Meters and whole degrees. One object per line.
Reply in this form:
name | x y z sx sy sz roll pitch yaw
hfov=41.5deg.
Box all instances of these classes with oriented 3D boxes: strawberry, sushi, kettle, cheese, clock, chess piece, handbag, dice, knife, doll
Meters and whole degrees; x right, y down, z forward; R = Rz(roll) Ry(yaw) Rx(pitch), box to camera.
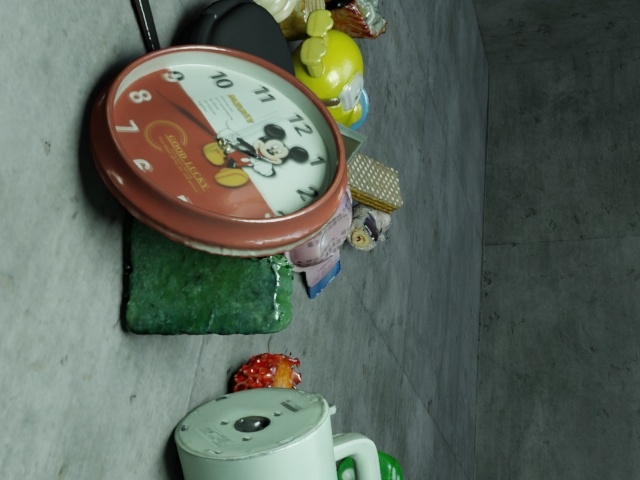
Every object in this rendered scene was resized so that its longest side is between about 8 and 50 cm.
strawberry | -0.085 0.237 1.286 0.145 0.086 0.145 -8 90 -69
sushi | 0.035 -0.516 1.705 0.332 0.124 0.130 59 41 -47
kettle | -0.054 0.373 1.165 0.265 0.205 0.318 -31 115 -59
cheese | 0.000 0.000 1.523 0.189 0.074 0.286 -44 150 -24
clock | -0.118 -0.112 1.024 0.080 0.318 0.318 118 -9 -46
chess piece | -0.115 -0.424 1.355 0.170 0.094 0.094 22 65 -59
handbag | -0.125 -0.231 1.265 0.308 0.093 0.253 -60 140 -56
dice | 0.101 0.505 1.694 0.131 0.120 0.128 -76 152 -44
knife | -0.236 -0.333 1.090 0.060 0.028 0.230 -84 163 -60
doll | 0.015 -0.284 1.587 0.363 0.145 0.199 60 43 -69

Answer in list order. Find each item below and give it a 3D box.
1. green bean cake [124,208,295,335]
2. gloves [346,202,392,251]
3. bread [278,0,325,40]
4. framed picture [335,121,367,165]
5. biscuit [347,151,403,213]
green bean cake | -0.131 0.024 1.040 0.107 0.208 0.193 29 62 -69
gloves | 0.097 -0.036 1.819 0.110 0.094 0.144 62 28 1
bread | -0.034 -0.451 1.580 0.122 0.073 0.149 -30 115 -69
framed picture | -0.025 -0.112 1.436 0.216 0.016 0.273 -53 163 10
biscuit | 0.054 -0.131 1.666 0.379 0.054 0.094 18 62 -53
